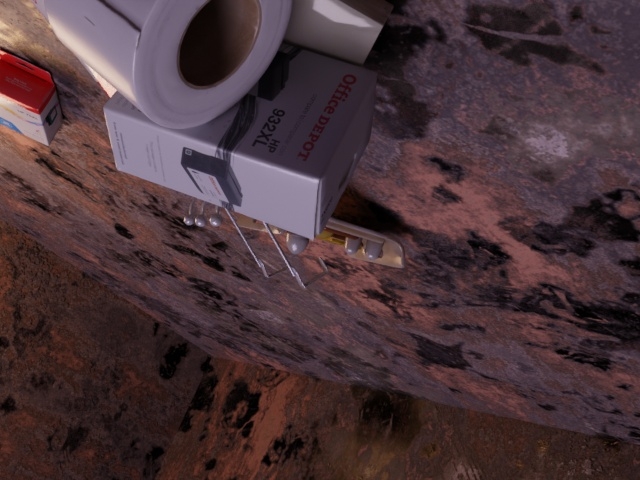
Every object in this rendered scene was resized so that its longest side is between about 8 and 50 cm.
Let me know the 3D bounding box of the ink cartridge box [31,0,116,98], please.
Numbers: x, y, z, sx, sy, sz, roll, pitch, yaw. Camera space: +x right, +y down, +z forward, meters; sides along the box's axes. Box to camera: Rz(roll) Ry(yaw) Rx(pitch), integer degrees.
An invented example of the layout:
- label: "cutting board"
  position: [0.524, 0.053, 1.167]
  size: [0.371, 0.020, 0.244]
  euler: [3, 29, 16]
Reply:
- label: "ink cartridge box"
  position: [-0.342, -0.351, 1.198]
  size: [0.237, 0.100, 0.172]
  euler: [51, 157, 0]

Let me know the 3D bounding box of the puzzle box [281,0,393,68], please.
- label: "puzzle box"
  position: [-0.089, -0.266, 1.182]
  size: [0.272, 0.052, 0.409]
  euler: [29, 146, -4]

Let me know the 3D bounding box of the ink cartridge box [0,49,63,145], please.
- label: "ink cartridge box"
  position: [-0.668, -0.319, 1.759]
  size: [0.134, 0.078, 0.231]
  euler: [25, 158, -2]

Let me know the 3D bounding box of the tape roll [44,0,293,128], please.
- label: "tape roll"
  position: [-0.174, -0.279, 0.924]
  size: [0.169, 0.246, 0.246]
  euler: [40, 164, 21]

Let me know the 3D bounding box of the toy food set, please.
- label: "toy food set"
  position: [0.000, 0.000, 1.660]
  size: [0.306, 0.093, 0.219]
  euler: [17, 177, -30]

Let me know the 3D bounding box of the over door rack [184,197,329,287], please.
- label: "over door rack"
  position: [-0.155, -0.033, 1.412]
  size: [0.324, 0.108, 0.239]
  euler: [49, 166, -16]

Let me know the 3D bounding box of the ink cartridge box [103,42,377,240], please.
- label: "ink cartridge box"
  position: [-0.102, -0.164, 1.077]
  size: [0.307, 0.223, 0.129]
  euler: [20, 144, 11]
